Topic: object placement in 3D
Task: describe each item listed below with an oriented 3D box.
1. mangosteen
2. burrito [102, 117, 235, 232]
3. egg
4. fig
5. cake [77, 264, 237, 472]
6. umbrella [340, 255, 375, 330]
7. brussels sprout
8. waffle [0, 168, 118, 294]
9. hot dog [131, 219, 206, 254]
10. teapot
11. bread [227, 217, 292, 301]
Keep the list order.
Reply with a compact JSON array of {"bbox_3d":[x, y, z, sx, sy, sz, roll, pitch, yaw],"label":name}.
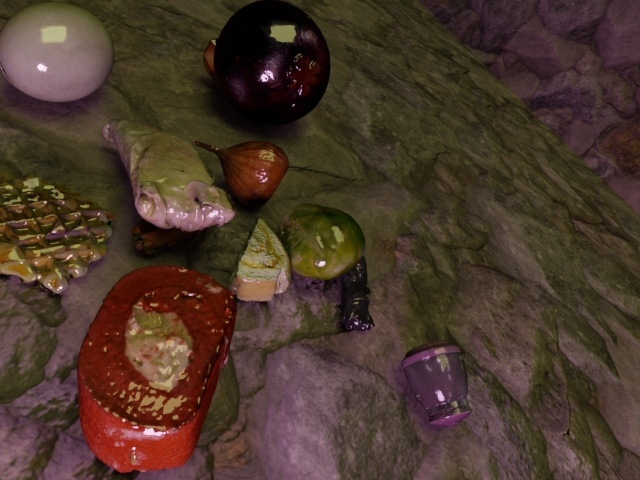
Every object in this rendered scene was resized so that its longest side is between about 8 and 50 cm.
[{"bbox_3d":[-0.140,-0.457,1.288,0.307,0.307,0.347,-6,26,-38],"label":"mangosteen"},{"bbox_3d":[-0.285,-0.124,0.928,0.175,0.107,0.348,7,28,-40],"label":"burrito"},{"bbox_3d":[-0.527,-0.380,1.003,0.186,0.186,0.253,34,41,1],"label":"egg"},{"bbox_3d":[-0.175,-0.159,1.051,0.201,0.146,0.134,19,26,-19],"label":"fig"},{"bbox_3d":[-0.227,0.165,0.691,0.177,0.151,0.283,15,41,-3],"label":"cake"},{"bbox_3d":[0.067,0.083,1.039,0.066,0.059,0.236,30,37,-32],"label":"umbrella"},{"bbox_3d":[0.002,0.002,0.999,0.181,0.161,0.144,53,-3,37],"label":"brussels sprout"},{"bbox_3d":[-0.451,-0.026,0.799,0.223,0.054,0.204,24,40,-10],"label":"waffle"},{"bbox_3d":[-0.268,-0.026,0.921,0.072,0.055,0.188,25,31,24],"label":"hot dog"},{"bbox_3d":[0.223,0.275,0.932,0.116,0.148,0.146,-15,65,0],"label":"teapot"},{"bbox_3d":[-0.102,0.044,0.926,0.110,0.103,0.156,20,49,-7],"label":"bread"}]
